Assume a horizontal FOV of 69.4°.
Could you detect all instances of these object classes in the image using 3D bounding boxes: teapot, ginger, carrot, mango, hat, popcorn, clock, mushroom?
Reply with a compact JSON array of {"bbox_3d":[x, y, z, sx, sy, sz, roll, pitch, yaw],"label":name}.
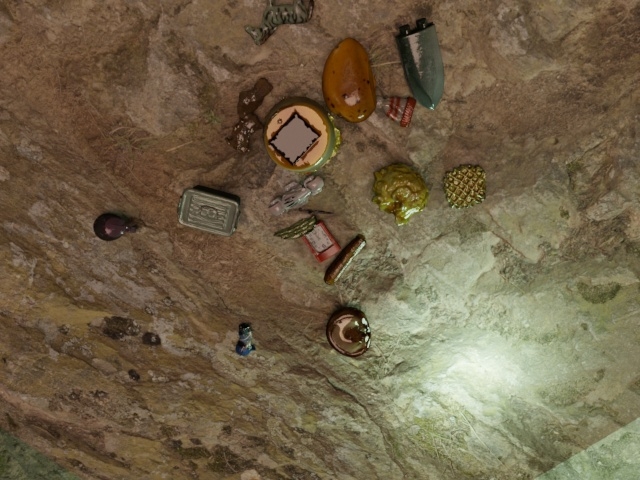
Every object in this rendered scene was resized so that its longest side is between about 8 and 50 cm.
[{"bbox_3d":[-0.843,-0.044,1.893,0.148,0.145,0.116,43,68,-30],"label":"teapot"},{"bbox_3d":[-0.267,-0.472,1.745,0.122,0.084,0.290,24,110,-1],"label":"ginger"},{"bbox_3d":[0.104,0.083,1.975,0.070,0.070,0.260,35,108,-12],"label":"carrot"},{"bbox_3d":[0.099,-0.570,1.663,0.190,0.160,0.291,-3,109,12],"label":"mango"},{"bbox_3d":[0.267,-0.495,1.725,0.162,0.093,0.112,17,101,0],"label":"hat"},{"bbox_3d":[0.301,-0.182,1.799,0.234,0.181,0.217,17,112,-6],"label":"popcorn"},{"bbox_3d":[0.000,0.000,1.948,0.113,0.061,0.155,-32,105,13],"label":"clock"},{"bbox_3d":[0.128,0.405,2.079,0.194,0.138,0.232,-5,101,17],"label":"mushroom"}]

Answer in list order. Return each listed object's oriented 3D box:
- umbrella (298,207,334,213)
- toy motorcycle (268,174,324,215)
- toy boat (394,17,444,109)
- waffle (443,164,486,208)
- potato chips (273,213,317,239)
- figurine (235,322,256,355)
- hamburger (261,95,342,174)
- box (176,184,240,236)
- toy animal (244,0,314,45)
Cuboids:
[{"bbox_3d":[-0.017,-0.117,1.920,0.148,0.022,0.022,8,139,-2],"label":"umbrella"},{"bbox_3d":[-0.099,-0.175,1.851,0.254,0.112,0.113,-31,108,14],"label":"toy motorcycle"},{"bbox_3d":[0.372,-0.623,1.672,0.141,0.092,0.320,-18,118,8],"label":"toy boat"},{"bbox_3d":[0.581,-0.214,1.860,0.169,0.036,0.184,-9,110,7],"label":"waffle"},{"bbox_3d":[-0.105,-0.042,1.917,0.207,0.092,0.028,-22,136,11],"label":"potato chips"},{"bbox_3d":[-0.349,0.462,2.135,0.086,0.087,0.149,15,117,36],"label":"figurine"},{"bbox_3d":[-0.078,-0.389,1.727,0.294,0.179,0.276,39,105,-10],"label":"hamburger"},{"bbox_3d":[-0.437,-0.128,1.863,0.243,0.135,0.164,15,111,-4],"label":"box"},{"bbox_3d":[-0.154,-0.810,1.609,0.254,0.090,0.170,-21,115,12],"label":"toy animal"}]
